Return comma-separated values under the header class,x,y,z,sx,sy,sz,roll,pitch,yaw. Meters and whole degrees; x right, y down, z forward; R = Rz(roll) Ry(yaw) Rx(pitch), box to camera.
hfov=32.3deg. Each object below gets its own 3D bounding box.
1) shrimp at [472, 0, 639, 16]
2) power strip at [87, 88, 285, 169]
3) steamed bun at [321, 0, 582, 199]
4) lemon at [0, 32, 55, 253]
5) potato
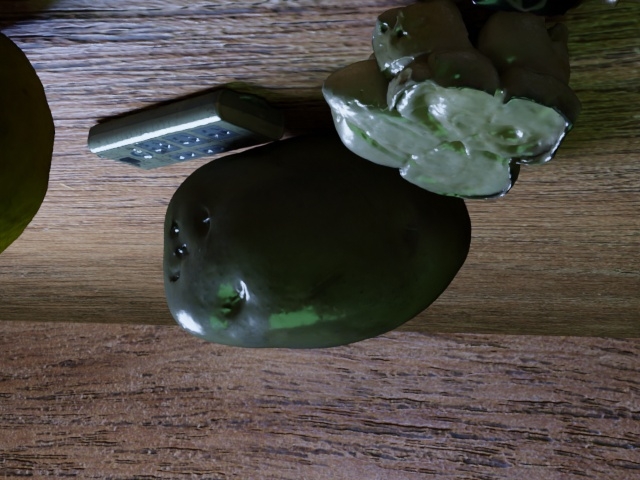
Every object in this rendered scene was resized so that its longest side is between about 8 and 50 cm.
class,x,y,z,sx,sy,sz,roll,pitch,yaw
shrimp,0.157,-0.180,0.709,0.287,0.063,0.152,0,179,11
power strip,-0.156,-0.112,1.168,0.268,0.034,0.092,-7,164,43
steamed bun,0.101,-0.123,0.876,0.192,0.106,0.177,15,156,-3
lemon,-0.354,-0.075,0.920,0.245,0.245,0.320,13,160,-34
potato,0.000,0.000,1.148,0.326,0.221,0.243,-3,-173,-10
